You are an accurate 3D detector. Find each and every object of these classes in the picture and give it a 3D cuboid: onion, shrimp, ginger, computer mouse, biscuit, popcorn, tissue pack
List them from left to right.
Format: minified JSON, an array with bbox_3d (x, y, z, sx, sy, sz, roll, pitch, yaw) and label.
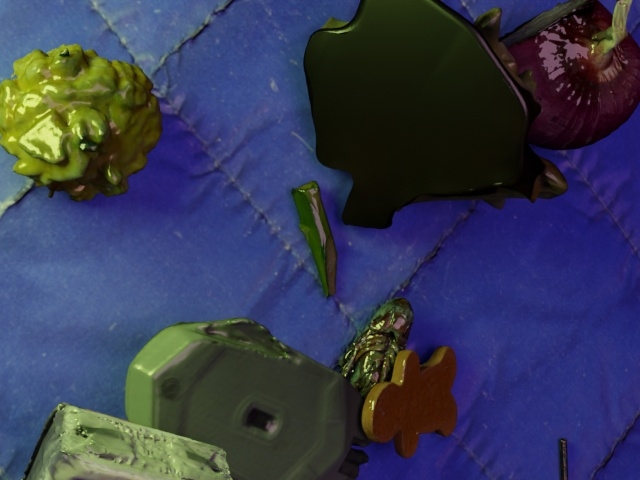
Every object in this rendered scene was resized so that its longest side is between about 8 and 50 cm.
[{"bbox_3d":[-0.313,-0.151,1.517,0.218,0.169,0.189,11,81,-21],"label":"popcorn"},{"bbox_3d":[-0.282,0.385,1.459,0.242,0.125,0.344,20,109,-24],"label":"tissue pack"},{"bbox_3d":[-0.107,0.237,1.632,0.429,0.145,0.228,31,80,-35],"label":"computer mouse"},{"bbox_3d":[0.080,0.192,1.771,0.090,0.079,0.233,28,80,-20],"label":"shrimp"},{"bbox_3d":[0.133,0.243,1.767,0.250,0.036,0.165,-11,102,-53],"label":"biscuit"},{"bbox_3d":[0.165,-0.199,1.758,0.413,0.358,0.211,59,29,-7],"label":"ginger"},{"bbox_3d":[0.392,-0.258,1.876,0.256,0.272,0.230,-26,108,10],"label":"onion"}]

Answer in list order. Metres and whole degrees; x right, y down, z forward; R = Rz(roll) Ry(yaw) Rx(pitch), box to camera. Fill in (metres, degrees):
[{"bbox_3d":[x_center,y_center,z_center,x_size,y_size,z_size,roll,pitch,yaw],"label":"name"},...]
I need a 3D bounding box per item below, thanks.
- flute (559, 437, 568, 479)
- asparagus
[{"bbox_3d":[0.416,0.469,1.976,0.014,0.014,0.270,-2,88,-29],"label":"flute"},{"bbox_3d":[0.000,0.000,1.755,0.045,0.041,0.178,-20,99,-19],"label":"asparagus"}]
